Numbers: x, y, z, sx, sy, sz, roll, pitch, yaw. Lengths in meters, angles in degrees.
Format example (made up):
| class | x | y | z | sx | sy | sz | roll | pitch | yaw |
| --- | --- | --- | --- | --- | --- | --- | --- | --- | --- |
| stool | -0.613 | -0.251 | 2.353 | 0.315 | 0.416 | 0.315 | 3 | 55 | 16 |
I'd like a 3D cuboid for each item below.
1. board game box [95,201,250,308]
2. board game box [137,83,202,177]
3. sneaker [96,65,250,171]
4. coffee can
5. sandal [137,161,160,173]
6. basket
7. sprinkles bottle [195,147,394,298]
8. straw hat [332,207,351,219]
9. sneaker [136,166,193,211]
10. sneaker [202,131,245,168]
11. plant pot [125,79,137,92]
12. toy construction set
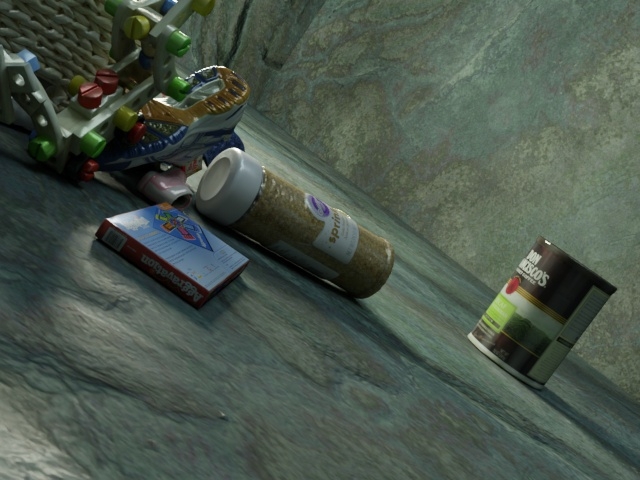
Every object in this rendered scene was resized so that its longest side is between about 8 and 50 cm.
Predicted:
| class | x | y | z | sx | sy | sz | roll | pitch | yaw |
| --- | --- | --- | --- | --- | --- | --- | --- | --- | --- |
| board game box | -0.174 | 0.011 | 1.230 | 0.145 | 0.027 | 0.281 | 36 | 8 | 1 |
| board game box | -0.253 | -0.201 | 1.674 | 0.146 | 0.045 | 0.193 | 56 | -15 | 9 |
| sneaker | -0.228 | -0.146 | 1.446 | 0.296 | 0.131 | 0.112 | -26 | 63 | -33 |
| coffee can | 0.482 | 0.158 | 2.157 | 0.202 | 0.275 | 0.201 | 34 | 7 | -5 |
| sandal | -0.313 | -0.186 | 1.624 | 0.120 | 0.086 | 0.303 | 31 | 8 | -21 |
| basket | -0.447 | -0.341 | 1.372 | 0.331 | 0.266 | 0.328 | 41 | 9 | 28 |
| sprinkles bottle | -0.037 | -0.023 | 1.664 | 0.355 | 0.121 | 0.121 | 30 | 9 | -32 |
| straw hat | 0.000 | 0.000 | 1.879 | 0.144 | 0.145 | 0.061 | 43 | -31 | 49 |
| sneaker | -0.217 | -0.071 | 1.470 | 0.070 | 0.051 | 0.134 | 36 | 12 | 8 |
| sneaker | -0.171 | -0.133 | 1.791 | 0.090 | 0.081 | 0.232 | 28 | -24 | 46 |
| plant pot | -0.429 | -0.374 | 1.728 | 0.243 | 0.275 | 0.275 | 46 | 9 | 6 |
| toy construction set | -0.281 | -0.202 | 1.241 | 0.328 | 0.215 | 0.151 | -30 | 68 | -39 |
